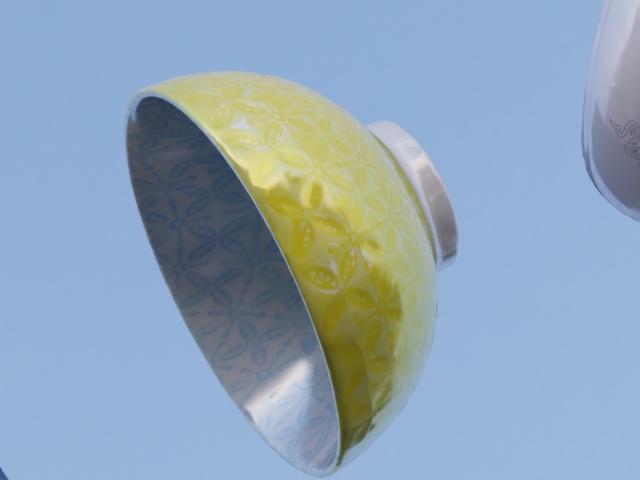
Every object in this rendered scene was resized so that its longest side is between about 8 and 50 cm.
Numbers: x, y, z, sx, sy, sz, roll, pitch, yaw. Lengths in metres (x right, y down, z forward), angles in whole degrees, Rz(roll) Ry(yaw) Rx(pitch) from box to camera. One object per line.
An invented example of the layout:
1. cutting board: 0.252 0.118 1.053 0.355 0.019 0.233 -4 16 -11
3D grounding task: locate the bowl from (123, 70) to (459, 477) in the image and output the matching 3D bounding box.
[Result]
1. bowl: 0.000 0.000 1.189 0.156 0.289 0.289 -27 -53 -20

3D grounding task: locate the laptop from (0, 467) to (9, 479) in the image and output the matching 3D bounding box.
1. laptop: -0.259 0.293 0.895 0.236 0.408 0.382 6 -14 32

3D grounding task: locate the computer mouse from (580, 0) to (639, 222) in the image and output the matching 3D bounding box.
1. computer mouse: 0.131 -0.092 0.550 0.106 0.042 0.193 24 -73 25
